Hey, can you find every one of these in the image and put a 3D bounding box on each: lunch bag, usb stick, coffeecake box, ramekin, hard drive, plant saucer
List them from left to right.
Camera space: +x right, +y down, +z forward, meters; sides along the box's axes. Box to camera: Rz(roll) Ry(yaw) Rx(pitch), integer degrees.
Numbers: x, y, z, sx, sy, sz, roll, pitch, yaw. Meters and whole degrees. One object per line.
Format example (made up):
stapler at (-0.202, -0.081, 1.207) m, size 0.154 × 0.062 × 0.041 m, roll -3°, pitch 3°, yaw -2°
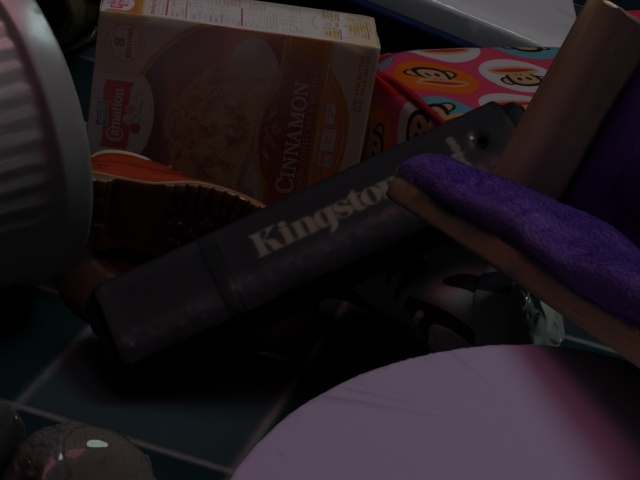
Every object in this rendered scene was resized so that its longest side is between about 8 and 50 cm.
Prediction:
ramekin at (-0.229, -0.061, 0.915) m, size 0.109 × 0.207 × 0.207 m, roll -21°, pitch 39°, yaw -33°
plant saucer at (-0.081, 0.017, 1.004) m, size 0.169 × 0.029 × 0.168 m, roll 8°, pitch 27°, yaw -4°
coffeecake box at (-0.064, -0.089, 1.091) m, size 0.186 × 0.142 × 0.068 m, roll 7°, pitch 26°, yaw -6°
usb stick at (0.000, 0.000, 0.909) m, size 0.278 × 0.045 × 0.077 m, roll -25°, pitch 40°, yaw -4°
hard drive at (0.090, -0.249, 1.514) m, size 0.319 × 0.040 × 0.210 m, roll 21°, pitch 25°, yaw -5°
lunch bag at (0.173, -0.073, 1.174) m, size 0.293 × 0.120 × 0.258 m, roll -3°, pitch 28°, yaw -24°

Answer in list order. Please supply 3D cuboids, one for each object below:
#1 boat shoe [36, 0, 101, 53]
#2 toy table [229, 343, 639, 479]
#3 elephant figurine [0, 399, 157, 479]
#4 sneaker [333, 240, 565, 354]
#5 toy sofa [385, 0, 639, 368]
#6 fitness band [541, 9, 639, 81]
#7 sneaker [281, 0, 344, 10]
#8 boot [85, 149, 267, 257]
boat shoe at (-0.217, -0.198, 1.301) m, size 0.324 × 0.123 × 0.116 m, roll -24°, pitch 45°, yaw -35°
toy table at (0.054, 0.160, 0.613) m, size 0.274 × 0.160 × 0.252 m, roll -15°, pitch 35°, yaw -42°
elephant figurine at (-0.160, 0.148, 0.564) m, size 0.186 × 0.239 × 0.169 m, roll 26°, pitch 60°, yaw -24°
sneaker at (0.059, 0.043, 0.946) m, size 0.153 × 0.094 × 0.235 m, roll -12°, pitch 50°, yaw 25°
toy sofa at (0.189, -0.010, 0.713) m, size 0.177 × 0.150 × 0.362 m, roll 27°, pitch 6°, yaw -24°
fitness band at (0.282, -0.084, 1.019) m, size 0.291 × 0.054 × 0.209 m, roll -3°, pitch 32°, yaw -6°
sneaker at (-0.027, -0.252, 1.546) m, size 0.089 × 0.051 × 0.170 m, roll 18°, pitch 23°, yaw 17°
boot at (-0.088, -0.022, 0.985) m, size 0.158 × 0.059 × 0.084 m, roll 14°, pitch 21°, yaw 9°
